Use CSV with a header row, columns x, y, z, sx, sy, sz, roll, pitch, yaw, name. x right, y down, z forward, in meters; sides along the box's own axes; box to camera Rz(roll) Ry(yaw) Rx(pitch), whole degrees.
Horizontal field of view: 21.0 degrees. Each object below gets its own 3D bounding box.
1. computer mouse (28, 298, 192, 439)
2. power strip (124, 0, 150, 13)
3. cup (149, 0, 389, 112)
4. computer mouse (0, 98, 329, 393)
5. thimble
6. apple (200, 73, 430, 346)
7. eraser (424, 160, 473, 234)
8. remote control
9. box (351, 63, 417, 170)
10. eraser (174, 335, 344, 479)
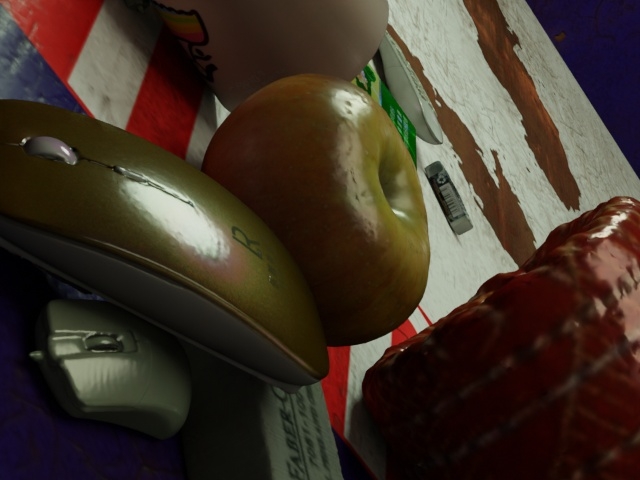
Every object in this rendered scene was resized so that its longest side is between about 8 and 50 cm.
x,y,z,sx,sy,sz,roll,pitch,yaw,name
-0.134,0.082,1.173,0.182,0.056,0.089,24,37,-61,computer mouse
-0.179,-0.244,1.588,0.083,0.017,0.027,66,18,15,power strip
-0.083,-0.258,1.615,0.253,0.191,0.200,31,-15,47,cup
-0.113,-0.002,1.190,0.310,0.072,0.158,30,25,-25,computer mouse
0.213,0.133,1.589,0.230,0.350,0.350,56,18,2,thimble
-0.007,-0.022,1.491,0.210,0.173,0.235,42,34,-54,apple
0.166,-0.055,2.218,0.099,0.027,0.019,65,17,15,eraser
0.106,-0.208,2.265,0.073,0.044,0.229,44,16,-50,remote control
0.042,-0.184,2.064,0.235,0.034,0.132,52,20,-23,box
-0.037,0.174,1.257,0.111,0.077,0.352,43,26,-45,eraser
